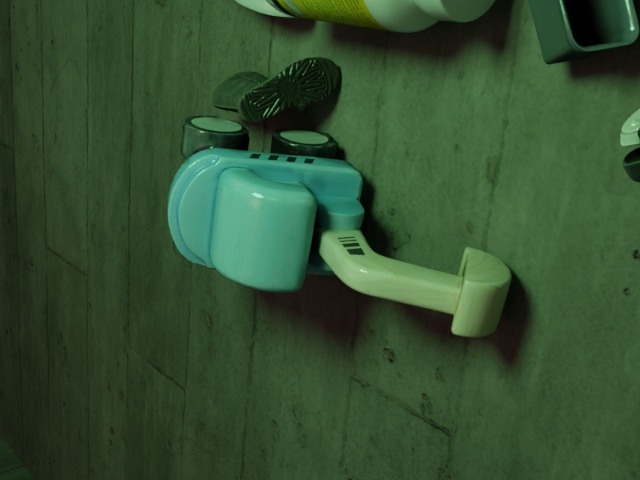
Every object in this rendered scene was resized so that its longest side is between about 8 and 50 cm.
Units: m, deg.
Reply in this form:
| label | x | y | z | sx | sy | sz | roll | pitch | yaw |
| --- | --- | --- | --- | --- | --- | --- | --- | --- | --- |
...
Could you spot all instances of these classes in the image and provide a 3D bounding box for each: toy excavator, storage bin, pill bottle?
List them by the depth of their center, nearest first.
| label | x | y | z | sx | sy | sz | roll | pitch | yaw |
| --- | --- | --- | --- | --- | --- | --- | --- | --- | --- |
| storage bin | 0.291 | -0.268 | 0.870 | 0.091 | 0.098 | 0.135 | 155 | 102 | -77 |
| pill bottle | 0.071 | -0.377 | 1.016 | 0.334 | 0.188 | 0.187 | 25 | 116 | 44 |
| toy excavator | 0.000 | 0.000 | 1.122 | 0.445 | 0.433 | 0.222 | -117 | 35 | -62 |

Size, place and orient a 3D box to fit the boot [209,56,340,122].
| label | x | y | z | sx | sy | sz | roll | pitch | yaw |
| --- | --- | --- | --- | --- | --- | --- | --- | --- | --- |
| boot | -0.082 | -0.257 | 1.289 | 0.208 | 0.190 | 0.076 | -143 | 34 | -71 |

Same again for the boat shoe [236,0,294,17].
| label | x | y | z | sx | sy | sz | roll | pitch | yaw |
| --- | --- | --- | --- | --- | --- | --- | --- | --- | --- |
| boat shoe | -0.108 | -0.451 | 1.285 | 0.267 | 0.096 | 0.088 | 49 | 136 | 42 |

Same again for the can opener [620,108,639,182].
| label | x | y | z | sx | sy | sz | roll | pitch | yaw |
| --- | --- | --- | --- | --- | --- | --- | --- | --- | --- |
| can opener | 0.432 | -0.124 | 0.758 | 0.280 | 0.074 | 0.093 | -11 | 124 | 51 |
